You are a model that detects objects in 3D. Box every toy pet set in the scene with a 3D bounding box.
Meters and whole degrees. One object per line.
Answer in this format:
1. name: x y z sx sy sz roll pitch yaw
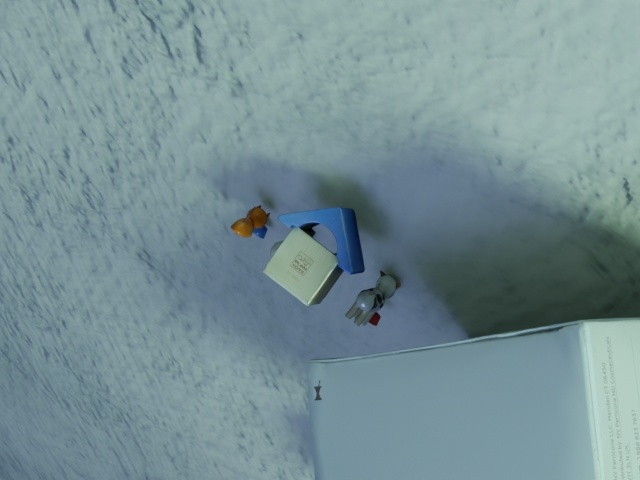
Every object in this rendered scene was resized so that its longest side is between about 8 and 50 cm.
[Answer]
1. toy pet set: 0.000 0.000 0.792 0.122 0.065 0.114 37 -172 11

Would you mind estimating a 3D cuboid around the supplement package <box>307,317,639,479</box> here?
1. supplement package: 0.122 0.156 0.652 0.262 0.145 0.204 -18 74 59
